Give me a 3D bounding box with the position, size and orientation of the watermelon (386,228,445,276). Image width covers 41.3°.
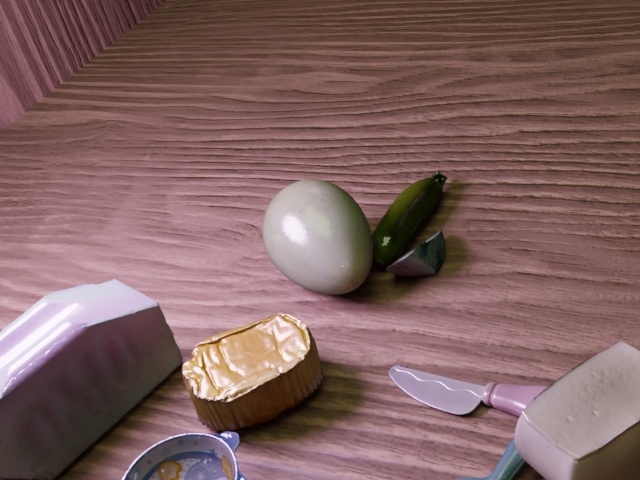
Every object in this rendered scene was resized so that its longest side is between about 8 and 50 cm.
[{"bbox_3d":[0.211,0.030,1.772,0.180,0.081,0.094,-25,17,-38],"label":"watermelon"}]

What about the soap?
[{"bbox_3d":[-0.490,0.265,1.577,0.156,0.261,0.446,21,50,37],"label":"soap"}]

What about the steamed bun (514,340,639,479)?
[{"bbox_3d":[0.419,0.283,1.263,0.242,0.164,0.146,-29,39,-18],"label":"steamed bun"}]

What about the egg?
[{"bbox_3d":[0.000,0.000,1.770,0.218,0.218,0.295,-26,48,-12],"label":"egg"}]

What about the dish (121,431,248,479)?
[{"bbox_3d":[-0.219,0.431,1.394,0.236,0.086,0.228,-22,37,-8],"label":"dish"}]

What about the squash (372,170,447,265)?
[{"bbox_3d":[0.199,-0.062,1.883,0.087,0.087,0.331,11,44,34],"label":"squash"}]

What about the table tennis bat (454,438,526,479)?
[{"bbox_3d":[0.251,0.397,1.293,0.149,0.038,0.237,16,52,40],"label":"table tennis bat"}]

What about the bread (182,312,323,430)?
[{"bbox_3d":[-0.123,0.245,1.560,0.250,0.133,0.179,-26,37,-11],"label":"bread"}]

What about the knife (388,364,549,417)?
[{"bbox_3d":[0.259,0.271,1.467,0.336,0.043,0.081,3,46,35],"label":"knife"}]
